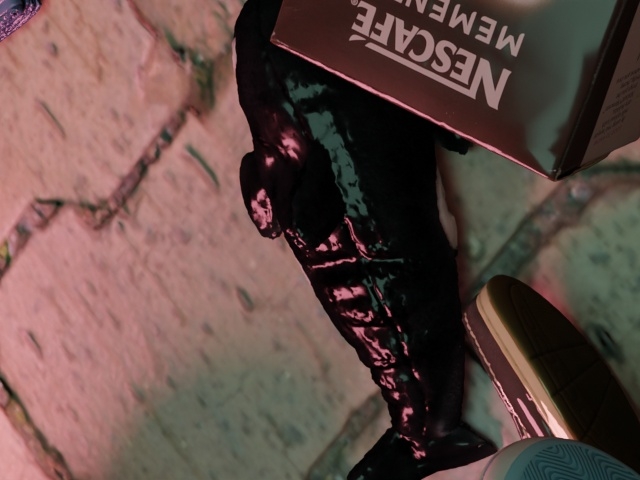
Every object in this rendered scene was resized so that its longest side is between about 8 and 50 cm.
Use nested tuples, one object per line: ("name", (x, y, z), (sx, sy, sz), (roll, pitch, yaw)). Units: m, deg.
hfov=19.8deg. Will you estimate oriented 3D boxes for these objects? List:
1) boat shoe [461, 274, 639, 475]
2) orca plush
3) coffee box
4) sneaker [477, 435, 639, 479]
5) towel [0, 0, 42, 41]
("boat shoe", (0.133, 0.124, 0.934), (0.073, 0.080, 0.224), (-39, 83, 28))
("orca plush", (0.000, 0.000, 0.980), (0.151, 0.102, 0.287), (0, 100, 33))
("coffee box", (0.111, -0.201, 0.853), (0.168, 0.119, 0.297), (27, 114, 21))
("sneaker", (0.121, 0.246, 0.894), (0.208, 0.127, 0.319), (-20, 103, 54))
("towel", (-0.220, -0.180, 1.131), (0.067, 0.029, 0.119), (-30, 84, 33))
